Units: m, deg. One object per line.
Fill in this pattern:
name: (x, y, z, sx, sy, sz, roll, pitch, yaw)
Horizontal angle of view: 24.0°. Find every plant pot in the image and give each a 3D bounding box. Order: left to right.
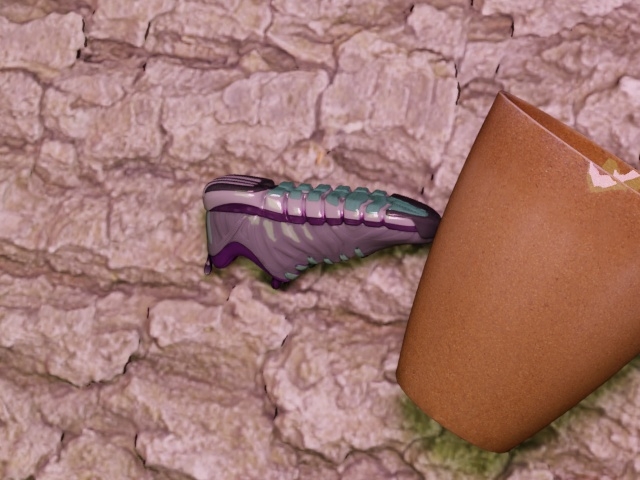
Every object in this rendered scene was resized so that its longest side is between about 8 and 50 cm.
plant pot: (0.181, 0.044, 1.267, 0.237, 0.237, 0.254, 36, 103, 16)

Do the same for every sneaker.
sneaker: (0.000, 0.000, 1.383, 0.223, 0.083, 0.098, 8, 104, 15)
